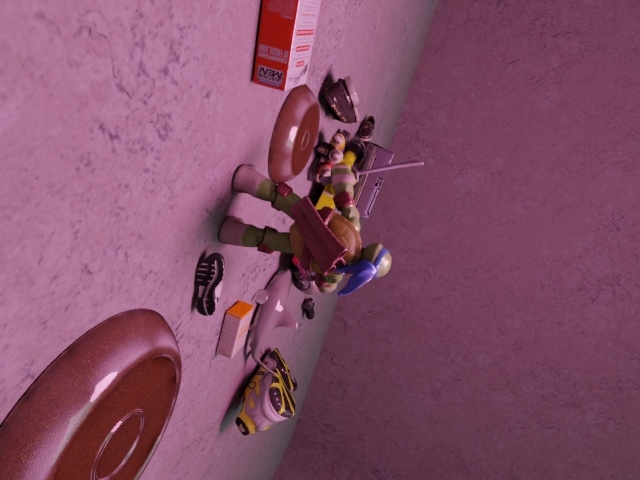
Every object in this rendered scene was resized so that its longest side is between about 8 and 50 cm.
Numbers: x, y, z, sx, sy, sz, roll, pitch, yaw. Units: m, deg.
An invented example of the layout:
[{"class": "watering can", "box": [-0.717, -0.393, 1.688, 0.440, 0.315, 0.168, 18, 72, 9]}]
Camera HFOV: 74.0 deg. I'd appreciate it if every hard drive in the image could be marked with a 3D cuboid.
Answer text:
[{"class": "hard drive", "box": [0.155, -0.222, 1.490, 0.339, 0.064, 0.236, -99, -152, -72]}]

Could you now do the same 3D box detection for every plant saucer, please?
[{"class": "plant saucer", "box": [-0.254, 0.234, 0.501, 0.310, 0.050, 0.310, 19, 90, -79]}, {"class": "plant saucer", "box": [-0.043, -0.199, 0.826, 0.198, 0.036, 0.198, 20, 90, -79]}]

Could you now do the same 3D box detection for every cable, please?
[{"class": "cable", "box": [0.041, -0.223, 1.128, 0.139, 0.072, 0.287, -68, 172, 20]}]

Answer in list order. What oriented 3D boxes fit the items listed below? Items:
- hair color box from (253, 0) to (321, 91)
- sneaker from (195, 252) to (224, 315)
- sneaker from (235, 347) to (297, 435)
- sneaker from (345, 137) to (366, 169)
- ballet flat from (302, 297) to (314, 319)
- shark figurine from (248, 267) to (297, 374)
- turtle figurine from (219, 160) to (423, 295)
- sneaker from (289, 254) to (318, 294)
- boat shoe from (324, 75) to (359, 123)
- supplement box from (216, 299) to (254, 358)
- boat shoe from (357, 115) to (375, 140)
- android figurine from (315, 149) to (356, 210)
[{"class": "hair color box", "box": [-0.042, -0.300, 0.582, 0.093, 0.053, 0.167, -56, 162, -59]}, {"class": "sneaker", "box": [-0.171, 0.063, 0.661, 0.043, 0.040, 0.109, -87, -166, -63]}, {"class": "sneaker", "box": [-0.160, 0.425, 1.232, 0.147, 0.145, 0.384, -31, 178, 0]}, {"class": "sneaker", "box": [0.099, -0.246, 1.407, 0.077, 0.072, 0.178, -58, 163, -46]}, {"class": "ballet flat", "box": [-0.053, 0.278, 1.721, 0.049, 0.057, 0.173, -23, 152, -15]}, {"class": "shark figurine", "box": [-0.114, 0.215, 1.044, 0.166, 0.116, 0.278, -11, 119, -77]}, {"class": "turtle figurine", "box": [-0.005, -0.022, 0.697, 0.197, 0.266, 0.274, 100, 14, -45]}, {"class": "sneaker", "box": [-0.039, 0.070, 1.186, 0.299, 0.112, 0.120, 125, -26, -67]}, {"class": "boat shoe", "box": [0.051, -0.323, 1.008, 0.228, 0.069, 0.081, -5, 74, -84]}, {"class": "supplement box", "box": [-0.172, 0.179, 0.859, 0.062, 0.036, 0.098, -41, 149, -71]}, {"class": "boat shoe", "box": [0.163, -0.401, 1.516, 0.152, 0.056, 0.049, -73, 171, -51]}, {"class": "android figurine", "box": [0.027, -0.120, 1.209, 0.248, 0.056, 0.272, 119, -5, -64]}]
